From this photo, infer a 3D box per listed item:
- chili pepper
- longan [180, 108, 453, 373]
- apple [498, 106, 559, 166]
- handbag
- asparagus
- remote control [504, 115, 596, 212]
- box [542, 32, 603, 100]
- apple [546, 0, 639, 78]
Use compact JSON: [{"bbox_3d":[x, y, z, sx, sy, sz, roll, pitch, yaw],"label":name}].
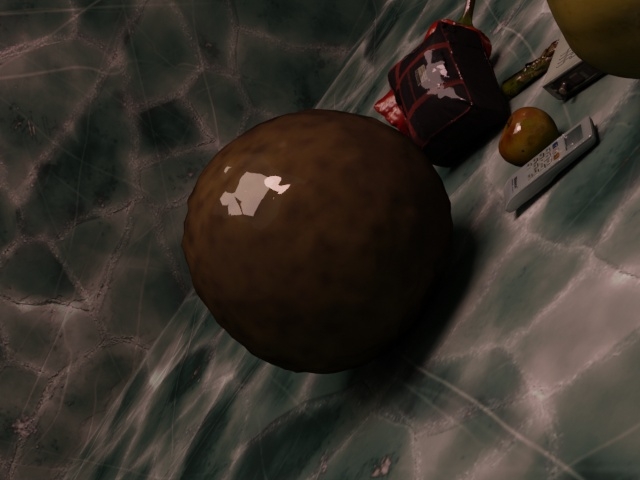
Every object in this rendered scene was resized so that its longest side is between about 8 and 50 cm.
[{"bbox_3d":[0.248,-0.344,1.983,0.338,0.134,0.131,-55,28,13],"label":"chili pepper"},{"bbox_3d":[0.000,0.000,1.544,0.391,0.391,0.391,-49,15,18],"label":"longan"},{"bbox_3d":[0.295,-0.146,1.514,0.089,0.074,0.089,-52,13,17],"label":"apple"},{"bbox_3d":[0.212,-0.247,1.813,0.169,0.155,0.215,-47,43,41],"label":"handbag"},{"bbox_3d":[0.356,-0.287,1.731,0.165,0.030,0.036,-39,7,47],"label":"asparagus"},{"bbox_3d":[0.313,-0.102,1.451,0.162,0.029,0.061,-40,21,29],"label":"remote control"},{"bbox_3d":[0.442,-0.326,1.520,0.270,0.045,0.211,-35,24,51],"label":"box"},{"bbox_3d":[0.397,-0.333,1.256,0.279,0.279,0.279,-49,15,18],"label":"apple"}]
